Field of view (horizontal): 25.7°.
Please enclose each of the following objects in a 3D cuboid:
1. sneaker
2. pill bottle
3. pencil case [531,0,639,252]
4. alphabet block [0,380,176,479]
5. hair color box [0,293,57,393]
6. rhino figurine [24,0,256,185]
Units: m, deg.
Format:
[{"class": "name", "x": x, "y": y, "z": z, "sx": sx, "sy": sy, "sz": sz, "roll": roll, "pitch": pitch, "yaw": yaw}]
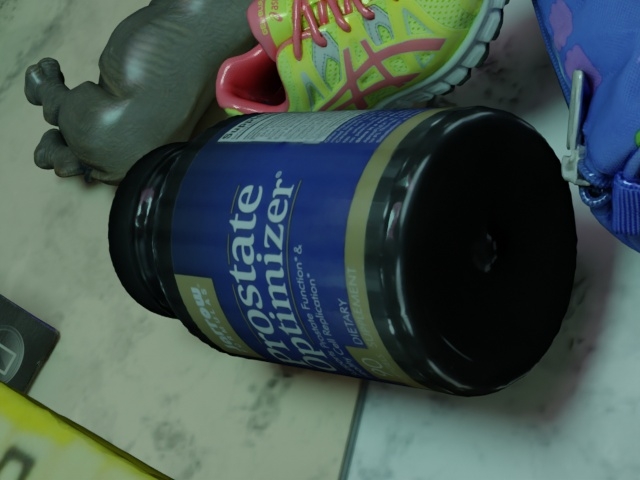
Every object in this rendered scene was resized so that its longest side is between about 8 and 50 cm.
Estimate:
[{"class": "sneaker", "x": 0.015, "y": -0.105, "z": 0.680, "sx": 0.208, "sy": 0.094, "sz": 0.081, "roll": -47, "pitch": 39, "yaw": 48}, {"class": "pill bottle", "x": 0.000, "y": 0.000, "z": 0.657, "sx": 0.219, "sy": 0.123, "sz": 0.122, "roll": 3, "pitch": 64, "yaw": 48}, {"class": "pencil case", "x": 0.148, "y": -0.125, "z": 0.649, "sx": 0.133, "sy": 0.119, "sz": 0.306, "roll": -8, "pitch": 53, "yaw": -5}, {"class": "alphabet block", "x": -0.070, "y": 0.193, "z": 0.512, "sx": 0.193, "sy": 0.192, "sz": 0.197, "roll": 23, "pitch": 78, "yaw": 37}, {"class": "hair color box", "x": -0.339, "y": 0.070, "z": 0.851, "sx": 0.339, "sy": 0.110, "sz": 0.185, "roll": 17, "pitch": 72, "yaw": 36}, {"class": "rhino figurine", "x": -0.076, "y": -0.132, "z": 0.828, "sx": 0.106, "sy": 0.073, "sz": 0.243, "roll": 28, "pitch": 78, "yaw": 44}]
